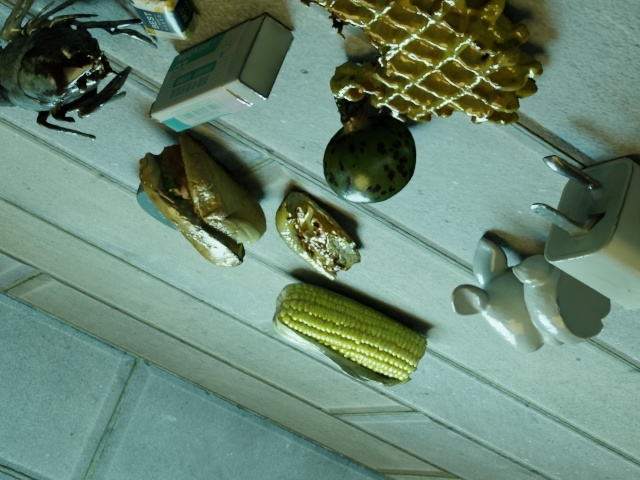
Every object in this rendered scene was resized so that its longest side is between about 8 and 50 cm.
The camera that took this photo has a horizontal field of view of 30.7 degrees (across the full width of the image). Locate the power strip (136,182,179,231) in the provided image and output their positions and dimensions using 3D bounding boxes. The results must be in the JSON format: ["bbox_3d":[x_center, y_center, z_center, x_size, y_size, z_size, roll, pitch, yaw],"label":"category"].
[{"bbox_3d":[-0.234,-0.068,1.953,0.137,0.044,0.216,31,159,-24],"label":"power strip"}]

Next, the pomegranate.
[{"bbox_3d":[0.054,-0.118,1.440,0.122,0.122,0.161,2,124,43],"label":"pomegranate"}]

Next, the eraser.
[{"bbox_3d":[-0.124,-0.198,1.413,0.052,0.095,0.225,32,158,-27],"label":"eraser"}]

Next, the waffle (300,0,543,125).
[{"bbox_3d":[0.101,-0.201,1.219,0.260,0.069,0.293,14,161,24],"label":"waffle"}]

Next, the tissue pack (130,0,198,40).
[{"bbox_3d":[-0.184,-0.273,1.360,0.062,0.042,0.083,12,159,18],"label":"tissue pack"}]

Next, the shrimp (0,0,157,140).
[{"bbox_3d":[-0.355,-0.225,1.513,0.411,0.166,0.221,-4,122,42],"label":"shrimp"}]

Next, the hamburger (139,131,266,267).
[{"bbox_3d":[-0.176,-0.040,1.800,0.124,0.130,0.262,-28,142,15],"label":"hamburger"}]

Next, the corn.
[{"bbox_3d":[0.058,0.174,2.166,0.305,0.122,0.123,25,-164,-8],"label":"corn"}]

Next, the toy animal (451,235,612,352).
[{"bbox_3d":[0.300,0.078,1.658,0.193,0.127,0.178,2,151,46],"label":"toy animal"}]

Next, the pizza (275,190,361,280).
[{"bbox_3d":[-0.004,-0.001,1.874,0.134,0.056,0.271,25,163,15],"label":"pizza"}]

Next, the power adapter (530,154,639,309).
[{"bbox_3d":[0.332,-0.023,1.356,0.205,0.130,0.125,30,159,-21],"label":"power adapter"}]
